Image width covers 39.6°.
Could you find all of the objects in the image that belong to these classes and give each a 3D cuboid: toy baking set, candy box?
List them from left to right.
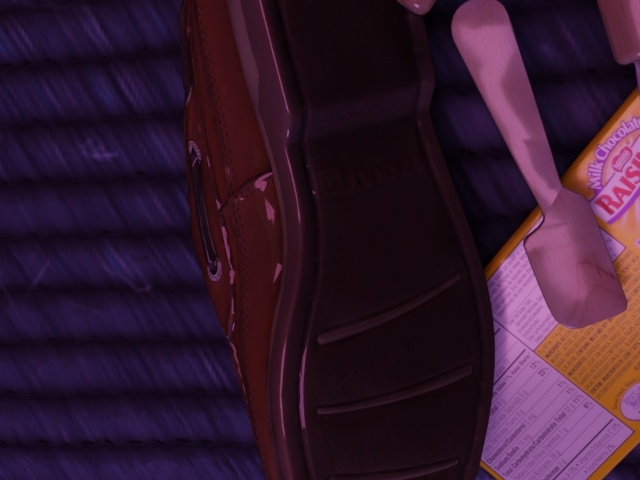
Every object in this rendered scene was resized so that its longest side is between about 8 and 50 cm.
[{"bbox_3d":[0.131,0.026,0.404,0.105,0.027,0.206,41,111,9],"label":"candy box"},{"bbox_3d":[0.133,-0.098,0.341,0.196,0.030,0.256,39,99,2],"label":"toy baking set"}]

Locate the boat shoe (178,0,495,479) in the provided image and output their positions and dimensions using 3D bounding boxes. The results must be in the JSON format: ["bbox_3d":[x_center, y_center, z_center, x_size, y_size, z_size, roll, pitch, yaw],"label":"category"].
[{"bbox_3d":[0.000,0.000,0.404,0.104,0.110,0.307,0,96,57],"label":"boat shoe"}]
